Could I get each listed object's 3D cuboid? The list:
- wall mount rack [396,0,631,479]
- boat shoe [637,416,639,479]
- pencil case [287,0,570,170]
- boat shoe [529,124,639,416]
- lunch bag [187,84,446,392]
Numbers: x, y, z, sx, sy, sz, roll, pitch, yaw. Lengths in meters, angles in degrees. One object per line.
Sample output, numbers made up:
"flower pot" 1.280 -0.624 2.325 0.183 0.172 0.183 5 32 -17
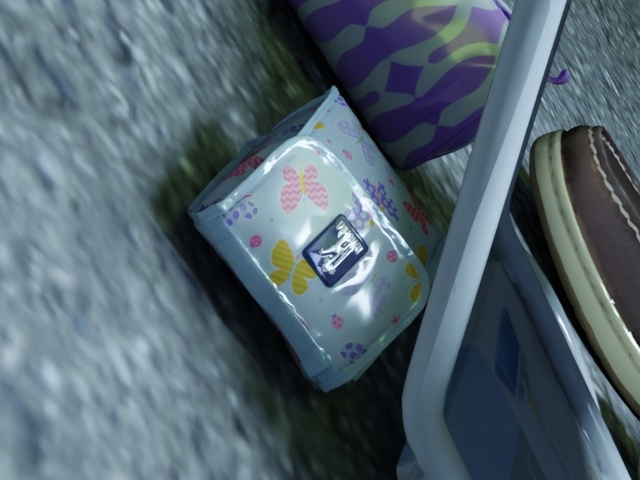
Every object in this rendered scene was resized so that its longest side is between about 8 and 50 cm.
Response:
"wall mount rack" 0.097 0.024 0.486 0.304 0.130 0.350 64 18 -12
"boat shoe" 0.259 0.179 0.709 0.285 0.104 0.089 49 21 -18
"pencil case" 0.021 -0.129 0.630 0.206 0.088 0.086 56 19 -4
"boat shoe" 0.240 0.070 0.791 0.342 0.123 0.123 58 21 1
"lunch bag" 0.000 0.000 0.455 0.071 0.053 0.083 54 29 -10
